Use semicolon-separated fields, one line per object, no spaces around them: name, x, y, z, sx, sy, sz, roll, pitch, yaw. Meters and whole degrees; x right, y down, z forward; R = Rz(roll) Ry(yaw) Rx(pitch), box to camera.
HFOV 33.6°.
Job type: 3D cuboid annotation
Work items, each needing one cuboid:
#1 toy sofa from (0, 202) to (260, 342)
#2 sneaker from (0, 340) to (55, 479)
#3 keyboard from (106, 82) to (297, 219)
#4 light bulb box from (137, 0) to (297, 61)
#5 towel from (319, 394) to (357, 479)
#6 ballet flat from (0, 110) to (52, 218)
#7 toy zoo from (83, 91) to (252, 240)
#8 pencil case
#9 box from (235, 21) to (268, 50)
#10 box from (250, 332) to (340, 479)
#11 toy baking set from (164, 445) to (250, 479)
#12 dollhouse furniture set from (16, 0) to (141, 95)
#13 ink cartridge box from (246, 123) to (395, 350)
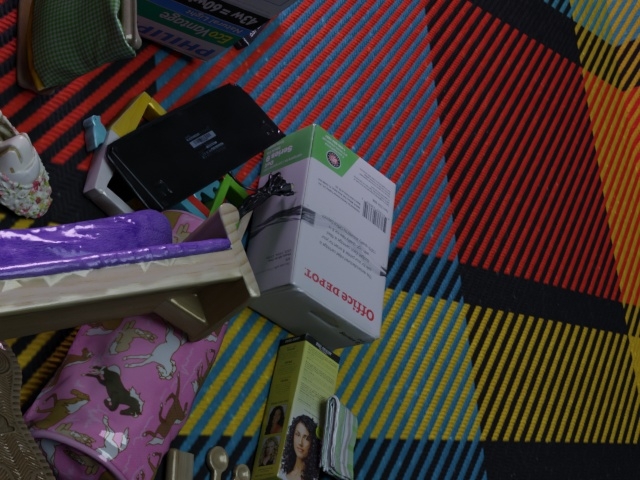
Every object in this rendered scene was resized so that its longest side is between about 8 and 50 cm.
toy sofa;-0.262;0.033;1.122;0.363;0.150;0.177;-8;70;-40
sneaker;-0.376;0.226;1.133;0.099;0.153;0.282;6;40;-42
keyboard;-0.149;-0.108;1.513;0.201;0.033;0.317;48;40;3
light bulb box;-0.140;-0.500;1.476;0.225;0.361;0.357;16;63;-39
towel;0.033;0.303;1.598;0.152;0.023;0.113;53;42;-64
ballet flat;-0.394;-0.123;1.255;0.241;0.077;0.091;51;42;-26
toy zoo;-0.219;-0.075;1.490;0.293;0.030;0.192;46;44;-30
pencil case;-0.225;0.143;1.291;0.386;0.167;0.160;-69;147;-41
box;-0.127;-0.401;1.738;0.116;0.029;0.162;53;40;-21
box;-0.034;0.259;1.562;0.087;0.058;0.232;39;48;-36
toy baking set;-0.137;0.390;1.403;0.197;0.030;0.256;-11;84;-52
dollhouse furniture set;-0.344;-0.355;1.311;0.151;0.198;0.301;17;62;-48
ink cartridge box;0.000;0.000;1.656;0.211;0.122;0.289;35;51;-38
